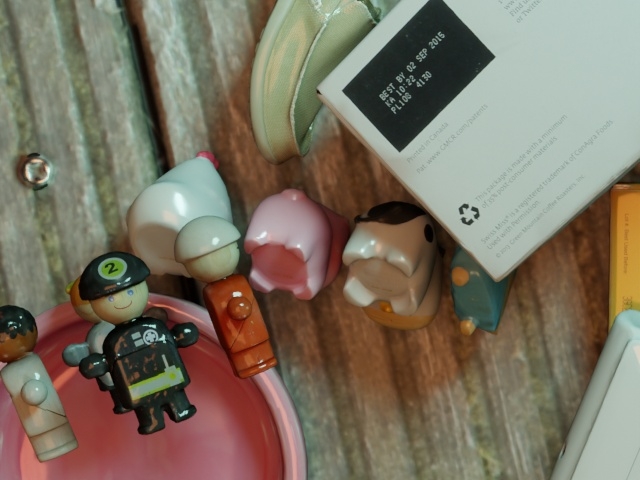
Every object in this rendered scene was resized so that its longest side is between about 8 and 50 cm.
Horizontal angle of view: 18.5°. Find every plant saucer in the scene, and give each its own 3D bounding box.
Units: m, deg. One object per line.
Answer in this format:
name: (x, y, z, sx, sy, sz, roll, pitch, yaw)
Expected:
plant saucer: (-0.171, 0.209, 1.832, 0.332, 0.084, 0.332, 1, 95, 9)

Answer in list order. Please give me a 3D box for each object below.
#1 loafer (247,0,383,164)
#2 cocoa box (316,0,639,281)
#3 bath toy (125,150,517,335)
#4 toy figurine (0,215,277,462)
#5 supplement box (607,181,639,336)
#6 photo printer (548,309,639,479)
loafer: (0.005, -0.194, 1.763, 0.092, 0.102, 0.268, 15, 96, 14)
cocoa box: (0.217, -0.178, 1.624, 0.231, 0.228, 0.347, 47, 117, 4)
bath toy: (0.000, 0.000, 1.768, 0.348, 0.129, 0.151, 12, 138, 13)
toy figurine: (-0.166, 0.079, 1.664, 0.209, 0.213, 0.148, -18, 96, 36)
supplement box: (0.293, 0.064, 1.744, 0.078, 0.080, 0.233, 2, 96, 9)
photo printer: (0.317, 0.243, 1.669, 0.256, 0.107, 0.307, 20, 105, 4)
